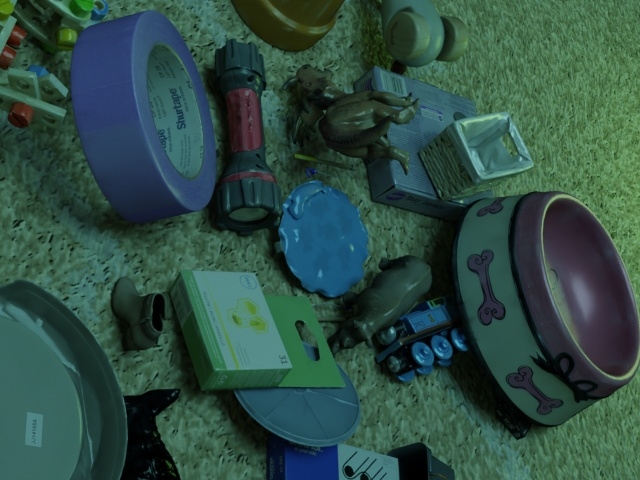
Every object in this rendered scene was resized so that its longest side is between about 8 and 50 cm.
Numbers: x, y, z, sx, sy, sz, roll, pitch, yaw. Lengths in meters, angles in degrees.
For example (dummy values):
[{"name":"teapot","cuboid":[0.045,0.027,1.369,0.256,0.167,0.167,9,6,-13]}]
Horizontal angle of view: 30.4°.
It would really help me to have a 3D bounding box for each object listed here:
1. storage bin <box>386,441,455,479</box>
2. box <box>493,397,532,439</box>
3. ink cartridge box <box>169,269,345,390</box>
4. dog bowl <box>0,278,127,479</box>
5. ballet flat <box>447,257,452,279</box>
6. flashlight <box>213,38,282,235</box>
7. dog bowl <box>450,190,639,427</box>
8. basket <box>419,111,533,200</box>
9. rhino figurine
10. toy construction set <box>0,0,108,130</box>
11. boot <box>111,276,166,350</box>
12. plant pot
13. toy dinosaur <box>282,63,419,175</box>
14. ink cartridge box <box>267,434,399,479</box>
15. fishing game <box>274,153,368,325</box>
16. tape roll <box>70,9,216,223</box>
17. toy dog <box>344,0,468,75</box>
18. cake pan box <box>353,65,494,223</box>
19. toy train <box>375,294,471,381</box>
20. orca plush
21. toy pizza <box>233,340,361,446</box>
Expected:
[{"name":"storage bin","cuboid":[0.156,0.374,1.718,0.091,0.098,0.135,30,48,-40]},{"name":"box","cuboid":[0.331,0.283,1.979,0.067,0.018,0.083,49,43,-8]},{"name":"ink cartridge box","cuboid":[-0.078,0.124,1.631,0.235,0.056,0.171,2,48,-33]},{"name":"dog bowl","cuboid":[-0.391,0.204,1.307,0.349,0.102,0.349,21,54,-32]},{"name":"ballet flat","cuboid":[0.304,0.124,2.020,0.084,0.058,0.250,-26,85,-47]},{"name":"flashlight","cuboid":[-0.118,-0.162,1.776,0.103,0.103,0.304,12,60,-34]},{"name":"dog bowl","cuboid":[0.394,0.098,1.976,0.408,0.150,0.408,30,49,-40]},{"name":"basket","cuboid":[0.264,-0.142,2.013,0.167,0.103,0.113,-14,76,-47]},{"name":"rhino figurine","cuboid":[0.084,0.101,1.778,0.243,0.106,0.073,-43,111,-40]},{"name":"toy construction set","cuboid":[-0.402,-0.267,1.557,0.215,0.151,0.328,32,37,-25]},{"name":"boot","cuboid":[-0.232,0.088,1.531,0.042,0.087,0.118,8,61,-38]},{"name":"plant pot","cuboid":[-0.022,-0.452,1.970,0.205,0.188,0.205,22,53,-32]},{"name":"toy dinosaur","cuboid":[0.040,-0.184,1.843,0.200,0.127,0.296,9,15,-7]},{"name":"ink cartridge box","cuboid":[0.021,0.335,1.644,0.207,0.046,0.097,21,52,-32]},{"name":"fishing game","cuboid":[0.000,0.000,1.820,0.189,0.041,0.264,2,79,-43]},{"name":"tape roll","cuboid":[-0.231,-0.165,1.582,0.275,0.090,0.275,-11,90,-76]},{"name":"toy dog","cuboid":[0.125,-0.414,2.145,0.220,0.161,0.334,18,40,-31]},{"name":"cake pan box","cuboid":[0.183,-0.163,2.076,0.267,0.070,0.246,12,57,-38]},{"name":"toy train","cuboid":[0.160,0.154,1.861,0.184,0.080,0.105,-14,67,-44]},{"name":"orca plush","cuboid":[-0.179,0.311,1.434,0.151,0.102,0.287,22,53,-32]},{"name":"toy pizza","cuboid":[-0.038,0.212,1.638,0.201,0.032,0.201,20,35,-15]}]
